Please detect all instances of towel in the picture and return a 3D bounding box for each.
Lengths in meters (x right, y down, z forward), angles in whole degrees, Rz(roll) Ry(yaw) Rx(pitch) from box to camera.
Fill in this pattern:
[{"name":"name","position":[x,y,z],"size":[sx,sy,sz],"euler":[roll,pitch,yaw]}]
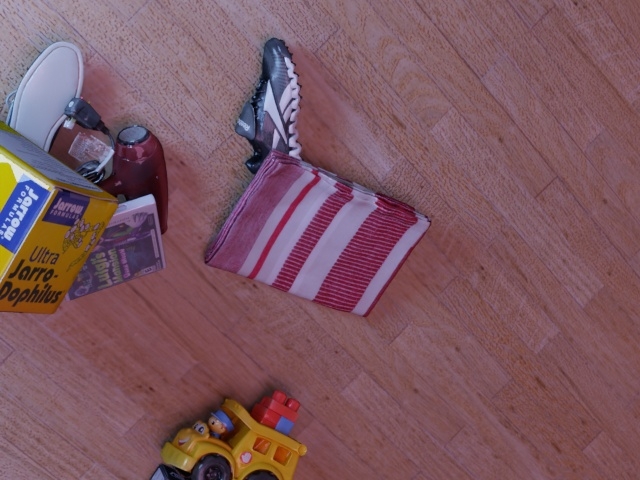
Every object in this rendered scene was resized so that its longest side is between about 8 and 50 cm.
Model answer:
[{"name":"towel","position":[0.000,0.000,2.047],"size":[0.329,0.037,0.237],"euler":[21,117,-26]}]

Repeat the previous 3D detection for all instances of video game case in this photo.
[{"name":"video game case","position":[-0.335,0.014,1.916],"size":[0.173,0.022,0.190],"euler":[-19,149,-13]}]

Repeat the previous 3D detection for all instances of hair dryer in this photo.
[{"name":"hair dryer","position":[-0.340,-0.087,1.886],"size":[0.293,0.080,0.224],"euler":[29,102,-43]}]

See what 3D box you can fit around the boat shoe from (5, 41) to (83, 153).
[{"name":"boat shoe","position":[-0.428,-0.185,1.840],"size":[0.095,0.079,0.255],"euler":[12,106,-26]}]

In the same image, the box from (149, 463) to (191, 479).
[{"name":"box","position":[-0.265,0.558,2.162],"size":[0.216,0.060,0.270],"euler":[32,95,-27]}]

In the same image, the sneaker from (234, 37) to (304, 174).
[{"name":"sneaker","position":[-0.087,-0.206,1.957],"size":[0.106,0.078,0.234],"euler":[-11,113,-19]}]

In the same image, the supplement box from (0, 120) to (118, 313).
[{"name":"supplement box","position":[-0.499,-0.072,1.685],"size":[0.356,0.194,0.195],"euler":[33,96,17]}]

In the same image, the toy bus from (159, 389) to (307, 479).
[{"name":"toy bus","position":[-0.135,0.346,2.101],"size":[0.220,0.149,0.211],"euler":[29,83,-23]}]
